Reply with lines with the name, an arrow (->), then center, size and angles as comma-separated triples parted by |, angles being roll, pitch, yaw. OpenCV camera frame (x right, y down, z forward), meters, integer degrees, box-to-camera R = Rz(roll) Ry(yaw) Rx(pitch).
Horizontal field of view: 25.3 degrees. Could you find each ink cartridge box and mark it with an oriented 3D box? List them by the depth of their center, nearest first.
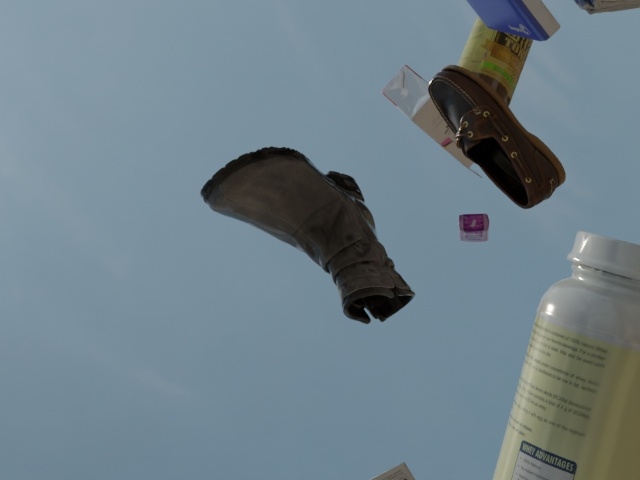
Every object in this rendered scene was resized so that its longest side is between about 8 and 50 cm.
ink cartridge box -> 0.204, -0.193, 2.344 | 0.198, 0.067, 0.115 | 37, -172, -38

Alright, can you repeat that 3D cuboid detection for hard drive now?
hard drive -> 0.213, -0.438, 2.141 | 0.040, 0.210, 0.319 | -44, -67, -4

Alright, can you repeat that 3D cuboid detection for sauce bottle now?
sauce bottle -> 0.315, -0.358, 2.478 | 0.111, 0.111, 0.344 | 50, -129, -40

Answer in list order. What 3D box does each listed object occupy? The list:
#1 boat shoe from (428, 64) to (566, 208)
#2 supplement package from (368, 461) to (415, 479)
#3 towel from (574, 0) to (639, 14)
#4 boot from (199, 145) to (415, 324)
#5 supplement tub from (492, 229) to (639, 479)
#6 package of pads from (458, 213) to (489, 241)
boat shoe -> 0.201, -0.125, 1.709 | 0.073, 0.073, 0.207 | -36, -107, -29
supplement package -> 0.054, 0.439, 1.871 | 0.145, 0.204, 0.262 | 57, 165, 26
towel -> 0.317, -0.405, 1.800 | 0.209, 0.034, 0.285 | -14, -114, -46
boot -> 0.000, 0.000, 1.954 | 0.338, 0.118, 0.223 | 6, -132, -50
supplement tub -> 0.303, 0.170, 1.375 | 0.235, 0.235, 0.325 | 10, -84, -58
package of pads -> 0.255, -0.021, 2.372 | 0.083, 0.050, 0.032 | 69, -160, -75
